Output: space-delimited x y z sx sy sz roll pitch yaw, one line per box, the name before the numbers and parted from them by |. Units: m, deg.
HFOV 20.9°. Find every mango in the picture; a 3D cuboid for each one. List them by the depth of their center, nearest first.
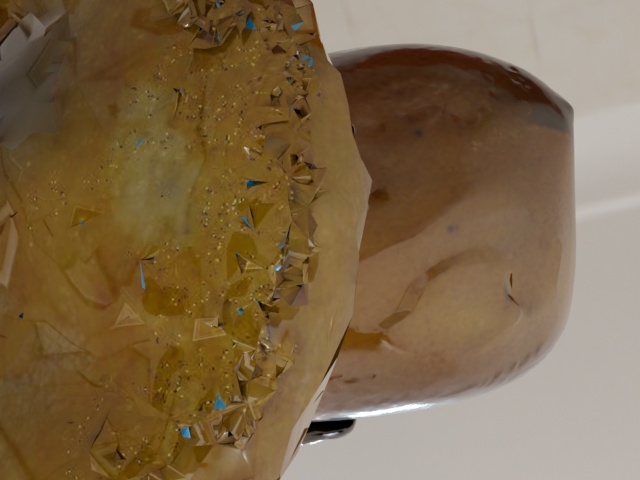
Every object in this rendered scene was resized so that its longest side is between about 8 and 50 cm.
mango | 0.000 0.000 0.906 0.287 0.152 0.201 -18 -120 -14

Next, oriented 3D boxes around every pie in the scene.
pie | -0.106 0.008 0.538 0.273 0.069 0.273 -9 -112 25
